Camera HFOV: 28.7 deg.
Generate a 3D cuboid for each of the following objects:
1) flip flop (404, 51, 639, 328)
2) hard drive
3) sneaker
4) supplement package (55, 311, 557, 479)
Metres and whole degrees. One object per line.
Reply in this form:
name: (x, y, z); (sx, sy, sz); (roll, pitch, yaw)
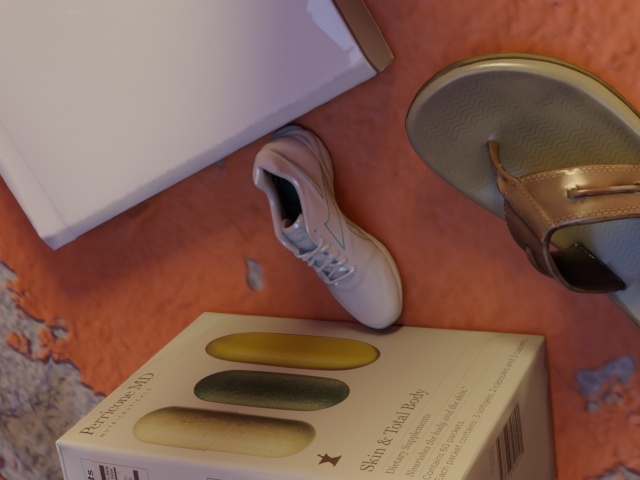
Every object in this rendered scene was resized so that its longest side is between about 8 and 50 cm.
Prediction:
flip flop: (0.168, -0.005, 0.735); (0.277, 0.080, 0.112); (43, 124, 2)
hard drive: (-0.127, -0.138, 0.842); (0.308, 0.040, 0.203); (-25, 100, 33)
sneaker: (0.000, 0.000, 0.832); (0.054, 0.061, 0.152); (-28, 100, 31)
supplement package: (0.004, 0.182, 0.829); (0.263, 0.199, 0.198); (2, 113, 25)
